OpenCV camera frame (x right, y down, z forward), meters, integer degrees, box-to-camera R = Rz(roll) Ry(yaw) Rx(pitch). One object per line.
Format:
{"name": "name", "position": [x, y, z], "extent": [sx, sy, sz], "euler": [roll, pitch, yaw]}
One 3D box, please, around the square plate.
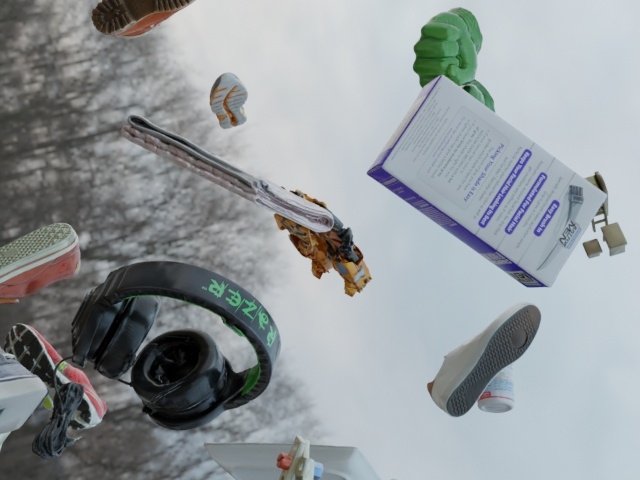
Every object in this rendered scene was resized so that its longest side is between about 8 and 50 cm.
{"name": "square plate", "position": [-0.043, 0.525, 2.327], "extent": [0.347, 0.344, 0.049], "euler": [61, 32, -55]}

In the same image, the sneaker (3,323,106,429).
{"name": "sneaker", "position": [-0.569, 0.293, 2.270], "extent": [0.279, 0.107, 0.118], "euler": [48, 13, 9]}

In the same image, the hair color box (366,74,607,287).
{"name": "hair color box", "position": [0.268, -0.090, 1.709], "extent": [0.339, 0.185, 0.110], "euler": [35, -9, -6]}

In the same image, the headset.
{"name": "headset", "position": [-0.234, 0.169, 1.378], "extent": [0.394, 0.185, 0.243], "euler": [-25, -57, 39]}

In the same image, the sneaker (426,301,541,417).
{"name": "sneaker", "position": [0.327, 0.224, 2.187], "extent": [0.106, 0.290, 0.123], "euler": [49, -8, -29]}

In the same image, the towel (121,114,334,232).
{"name": "towel", "position": [-0.168, -0.121, 1.976], "extent": [0.332, 0.053, 0.317], "euler": [27, 1, 26]}

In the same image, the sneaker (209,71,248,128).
{"name": "sneaker", "position": [-0.206, -0.317, 2.297], "extent": [0.215, 0.084, 0.083], "euler": [105, -31, -72]}

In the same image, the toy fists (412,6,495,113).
{"name": "toy fists", "position": [0.250, -0.287, 1.961], "extent": [0.096, 0.142, 0.279], "euler": [16, -47, 41]}

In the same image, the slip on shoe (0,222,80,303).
{"name": "slip on shoe", "position": [-0.587, 0.079, 1.917], "extent": [0.123, 0.331, 0.101], "euler": [46, -24, 52]}

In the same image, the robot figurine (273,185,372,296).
{"name": "robot figurine", "position": [0.000, 0.000, 2.259], "extent": [0.211, 0.085, 0.291], "euler": [27, -18, 37]}

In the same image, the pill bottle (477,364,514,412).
{"name": "pill bottle", "position": [0.415, 0.322, 2.512], "extent": [0.087, 0.087, 0.160], "euler": [106, -11, -62]}

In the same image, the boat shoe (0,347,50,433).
{"name": "boat shoe", "position": [-0.555, 0.210, 1.535], "extent": [0.158, 0.127, 0.340], "euler": [41, 9, 18]}

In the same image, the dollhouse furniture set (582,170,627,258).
{"name": "dollhouse furniture set", "position": [0.514, -0.033, 2.177], "extent": [0.101, 0.182, 0.160], "euler": [67, 6, -55]}

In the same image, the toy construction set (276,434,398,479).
{"name": "toy construction set", "position": [0.054, 0.503, 1.954], "extent": [0.151, 0.328, 0.215], "euler": [-78, -166, -68]}

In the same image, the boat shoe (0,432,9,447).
{"name": "boat shoe", "position": [-0.597, 0.377, 1.763], "extent": [0.109, 0.091, 0.305], "euler": [-52, 166, -82]}

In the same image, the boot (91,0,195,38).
{"name": "boot", "position": [-0.218, -0.313, 1.400], "extent": [0.084, 0.158, 0.059], "euler": [12, 57, -80]}
